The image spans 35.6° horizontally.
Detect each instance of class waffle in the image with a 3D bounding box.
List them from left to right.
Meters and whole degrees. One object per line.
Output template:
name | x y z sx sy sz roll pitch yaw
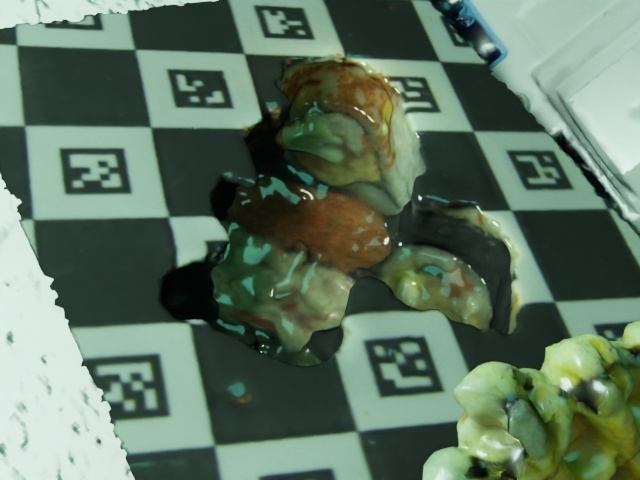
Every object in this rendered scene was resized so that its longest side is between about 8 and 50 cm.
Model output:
waffle | 0.117 0.125 0.431 0.223 0.204 0.054 -1 22 -33

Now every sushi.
sushi | 0.000 0.000 0.540 0.320 0.068 0.339 -16 57 -30

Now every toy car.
toy car | 0.197 -0.119 0.667 0.166 0.198 0.314 21 33 -57
